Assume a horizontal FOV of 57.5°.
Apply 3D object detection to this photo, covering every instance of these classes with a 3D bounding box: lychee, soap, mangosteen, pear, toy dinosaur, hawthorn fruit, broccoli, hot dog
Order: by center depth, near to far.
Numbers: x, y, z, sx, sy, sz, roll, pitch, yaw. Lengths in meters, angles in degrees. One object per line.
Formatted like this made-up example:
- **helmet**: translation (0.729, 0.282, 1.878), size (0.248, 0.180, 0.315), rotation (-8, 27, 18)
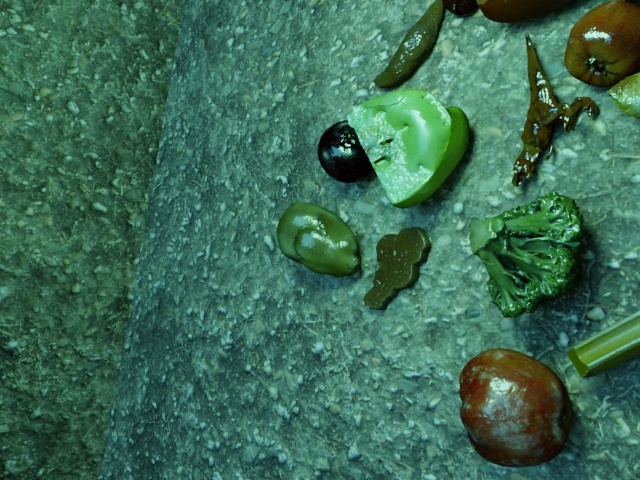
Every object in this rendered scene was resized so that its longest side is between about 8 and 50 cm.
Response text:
- **soap**: translation (0.685, 0.238, 1.339), size (0.232, 0.140, 0.073), rotation (-42, 53, 33)
- **hot dog**: translation (0.805, -0.324, 1.347), size (0.262, 0.093, 0.123), rotation (24, 92, 29)
- **hawthorn fruit**: translation (0.715, -0.496, 1.425), size (0.197, 0.196, 0.225), rotation (21, 70, 45)
- **hawthorn fruit**: translation (0.477, 0.417, 1.450), size (0.284, 0.284, 0.284), rotation (-9, 77, 44)
- **broccoli**: translation (0.507, 0.026, 1.458), size (0.304, 0.284, 0.321), rotation (-41, 38, 45)
- **toy dinosaur**: translation (0.612, -0.350, 1.546), size (0.208, 0.097, 0.431), rotation (8, 85, 55)
- **pear**: translation (0.294, -0.299, 1.758), size (0.318, 0.239, 0.342), rotation (-30, 75, 22)
- **lychee**: translation (0.432, -0.755, 1.771), size (0.129, 0.123, 0.123), rotation (-51, 51, 11)
- **mangosteen**: translation (0.094, -0.293, 1.986), size (0.216, 0.216, 0.216), rotation (-9, 77, 44)

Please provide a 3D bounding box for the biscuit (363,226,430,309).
- **biscuit**: translation (0.235, 0.090, 1.880), size (0.183, 0.047, 0.319), rotation (37, 109, 44)

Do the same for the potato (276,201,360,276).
- **potato**: translation (0.001, 0.003, 2.030), size (0.351, 0.202, 0.218), rotation (29, 93, 30)

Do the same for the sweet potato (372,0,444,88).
- **sweet potato**: translation (0.300, -0.627, 1.898), size (0.341, 0.092, 0.114), rotation (-52, 35, 25)

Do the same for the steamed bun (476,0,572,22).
- **steamed bun**: translation (0.590, -0.737, 1.507), size (0.379, 0.248, 0.234), rotation (-29, 64, 60)
